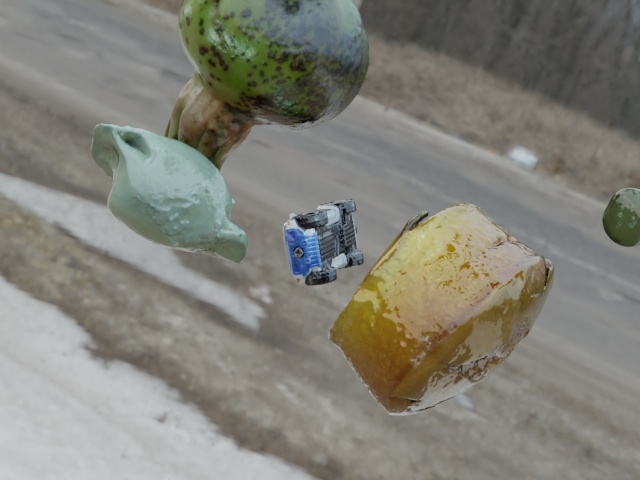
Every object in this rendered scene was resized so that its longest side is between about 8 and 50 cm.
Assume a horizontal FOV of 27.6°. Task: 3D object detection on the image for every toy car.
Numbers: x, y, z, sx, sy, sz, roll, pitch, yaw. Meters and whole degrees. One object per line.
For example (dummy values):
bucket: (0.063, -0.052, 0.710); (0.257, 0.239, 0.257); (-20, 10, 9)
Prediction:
toy car: (0.000, 0.000, 1.504); (0.070, 0.080, 0.170); (-7, 7, 20)

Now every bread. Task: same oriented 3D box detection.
bread: (0.120, 0.066, 1.230); (0.142, 0.195, 0.269); (43, 19, 11)

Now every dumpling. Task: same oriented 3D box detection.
dumpling: (-0.179, -0.038, 1.442); (0.219, 0.152, 0.108); (44, 40, -7)

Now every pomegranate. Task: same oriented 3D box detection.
pomegranate: (-0.074, -0.208, 1.478); (0.222, 0.276, 0.204); (35, 42, -19)

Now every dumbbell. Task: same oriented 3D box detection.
dumbbell: (0.296, -0.017, 1.143); (0.118, 0.052, 0.046); (4, 34, -47)
